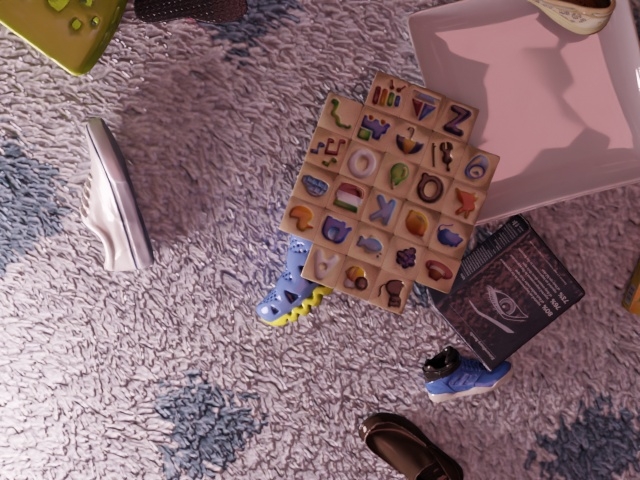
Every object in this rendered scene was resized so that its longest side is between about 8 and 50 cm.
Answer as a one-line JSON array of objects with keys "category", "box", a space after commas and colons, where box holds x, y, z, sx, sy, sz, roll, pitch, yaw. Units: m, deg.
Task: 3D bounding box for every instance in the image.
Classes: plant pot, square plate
[{"category": "plant pot", "box": [-0.372, -0.388, 1.726, 0.228, 0.227, 0.207, 37, 95, -11]}, {"category": "square plate", "box": [0.340, -0.228, 1.875, 0.344, 0.049, 0.347, -15, 93, 2]}]

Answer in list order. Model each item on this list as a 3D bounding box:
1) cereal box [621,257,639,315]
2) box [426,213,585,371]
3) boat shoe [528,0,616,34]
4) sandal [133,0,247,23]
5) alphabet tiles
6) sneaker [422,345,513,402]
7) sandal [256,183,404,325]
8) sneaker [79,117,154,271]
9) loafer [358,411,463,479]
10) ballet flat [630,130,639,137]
[{"category": "cereal box", "box": [0.651, 0.069, 2.019, 0.240, 0.047, 0.173, 16, 105, -10]}, {"category": "box", "box": [0.301, 0.084, 1.967, 0.207, 0.108, 0.153, -39, 103, 8]}, {"category": "boat shoe", "box": [0.315, -0.411, 1.798, 0.285, 0.089, 0.105, 27, 86, 5]}, {"category": "sandal", "box": [-0.198, -0.366, 1.841, 0.179, 0.040, 0.067, -1, 102, 12]}, {"category": "alphabet tiles", "box": [0.107, -0.073, 1.858, 0.285, 0.011, 0.343, 20, 94, -2]}, {"category": "sneaker", "box": [0.248, 0.215, 2.033, 0.152, 0.058, 0.085, -16, 116, 8]}, {"category": "sandal", "box": [0.000, 0.000, 1.928, 0.138, 0.126, 0.317, 41, 93, -8]}, {"category": "sneaker", "box": [-0.339, -0.063, 1.892, 0.091, 0.094, 0.258, -16, 108, -3]}, {"category": "loafer", "box": [0.163, 0.374, 2.066, 0.220, 0.078, 0.080, 33, 102, -13]}, {"category": "ballet flat", "box": [0.602, -0.200, 1.917, 0.248, 0.086, 0.086, -24, 107, 13]}]
